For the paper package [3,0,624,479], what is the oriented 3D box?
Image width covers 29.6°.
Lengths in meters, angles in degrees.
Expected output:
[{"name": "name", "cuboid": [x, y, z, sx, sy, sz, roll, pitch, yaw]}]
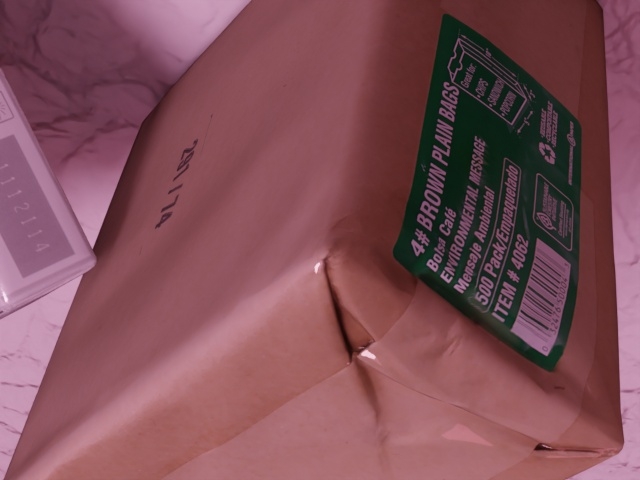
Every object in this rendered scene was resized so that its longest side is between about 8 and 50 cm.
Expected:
[{"name": "paper package", "cuboid": [0.000, 0.000, 0.658, 0.168, 0.324, 0.309, 33, 133, -20]}]

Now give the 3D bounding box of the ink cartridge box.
[{"name": "ink cartridge box", "cuboid": [-0.269, -0.082, 0.770, 0.261, 0.066, 0.296, -21, 96, 61]}]
